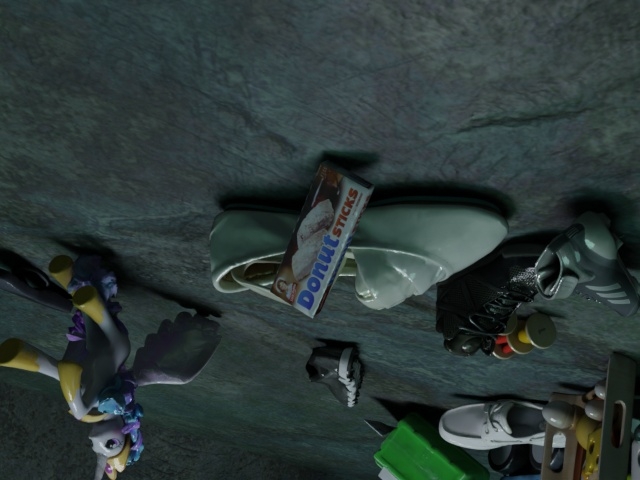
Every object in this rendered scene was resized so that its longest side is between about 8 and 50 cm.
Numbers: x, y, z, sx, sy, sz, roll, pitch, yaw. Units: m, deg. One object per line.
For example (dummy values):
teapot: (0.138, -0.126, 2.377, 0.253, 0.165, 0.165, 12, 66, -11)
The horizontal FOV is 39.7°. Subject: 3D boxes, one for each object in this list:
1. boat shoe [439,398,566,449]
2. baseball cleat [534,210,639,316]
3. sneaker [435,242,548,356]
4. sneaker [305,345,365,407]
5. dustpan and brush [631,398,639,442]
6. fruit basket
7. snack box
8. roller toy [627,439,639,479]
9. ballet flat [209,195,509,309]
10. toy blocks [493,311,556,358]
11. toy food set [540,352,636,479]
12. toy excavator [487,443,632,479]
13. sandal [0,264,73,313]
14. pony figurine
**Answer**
boat shoe: (0.364, 0.352, 1.740, 0.277, 0.098, 0.096, -5, 152, 18)
baseball cleat: (0.304, 0.042, 1.019, 0.109, 0.072, 0.206, -33, 135, 6)
sneaker: (0.226, 0.080, 1.117, 0.087, 0.130, 0.227, 24, 153, -28)
sneaker: (0.026, 0.259, 1.728, 0.106, 0.078, 0.234, 11, 154, 13)
dustpan and brush: (0.540, 0.289, 1.440, 0.147, 0.211, 0.060, -5, 110, 32)
fruit basket: (0.265, 0.536, 2.033, 0.327, 0.165, 0.353, 37, 174, 27)
snack box: (0.000, 0.000, 1.017, 0.064, 0.178, 0.022, 30, -153, 16)
roller toy: (0.694, 0.437, 1.681, 0.209, 0.146, 0.191, 3, 165, 9)
ballet flat: (0.032, 0.025, 1.090, 0.400, 0.139, 0.139, 0, 154, 28)
toy blocks: (0.260, 0.138, 1.332, 0.123, 0.054, 0.148, 20, 157, -17)
toy food set: (0.432, 0.330, 1.475, 0.092, 0.219, 0.306, 12, 158, 2)
toy excavator: (0.521, 0.606, 1.785, 0.222, 0.445, 0.433, 21, 157, -19)
sandal: (-0.548, 0.082, 1.670, 0.097, 0.054, 0.254, 15, 168, 13)
pony figurine: (-0.372, 0.199, 1.532, 0.303, 0.351, 0.363, 1, 136, 19)
